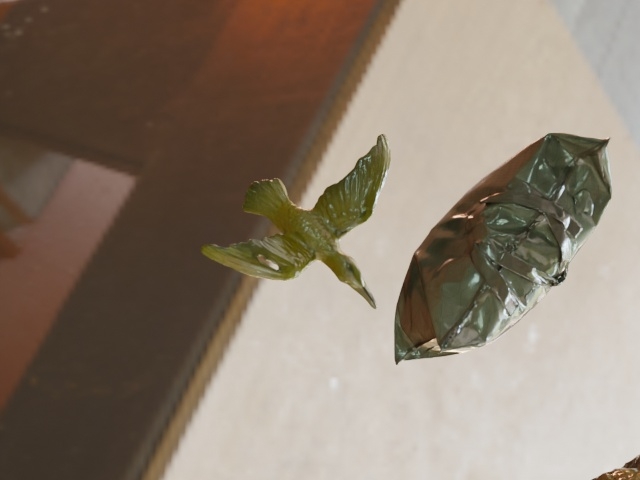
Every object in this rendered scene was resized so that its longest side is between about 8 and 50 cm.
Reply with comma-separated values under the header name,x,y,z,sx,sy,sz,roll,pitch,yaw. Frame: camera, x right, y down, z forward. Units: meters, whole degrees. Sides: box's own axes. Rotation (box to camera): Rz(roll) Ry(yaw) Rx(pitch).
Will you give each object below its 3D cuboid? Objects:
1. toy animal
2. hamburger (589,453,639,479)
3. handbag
name,x,y,z,sx,sy,sz,roll,pitch,yaw
toy animal,0.000,0.000,1.754,0.219,0.095,0.155,-41,108,-19
hamburger,0.258,0.260,1.159,0.146,0.243,0.286,-11,58,-30
handbag,0.169,0.004,1.659,0.117,0.182,0.270,40,78,-3
